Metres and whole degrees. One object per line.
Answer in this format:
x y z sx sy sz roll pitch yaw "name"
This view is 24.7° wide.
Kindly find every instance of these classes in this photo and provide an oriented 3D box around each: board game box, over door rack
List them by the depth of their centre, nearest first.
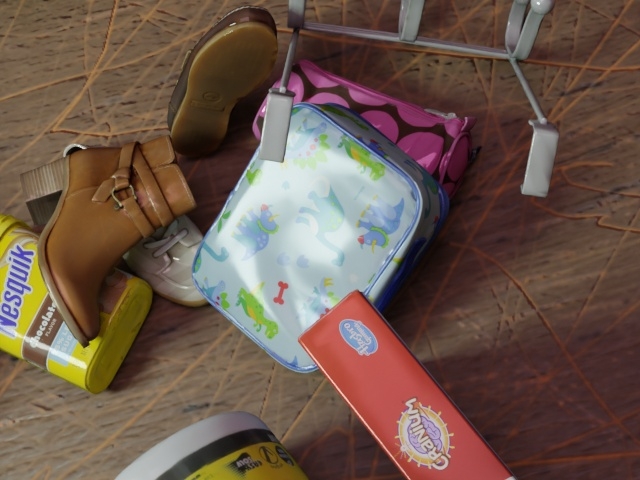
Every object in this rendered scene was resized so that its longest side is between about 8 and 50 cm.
0.125 0.203 1.173 0.064 0.242 0.316 -39 66 -1 "board game box"
0.082 -0.168 1.280 0.239 0.108 0.324 7 31 -1 "over door rack"

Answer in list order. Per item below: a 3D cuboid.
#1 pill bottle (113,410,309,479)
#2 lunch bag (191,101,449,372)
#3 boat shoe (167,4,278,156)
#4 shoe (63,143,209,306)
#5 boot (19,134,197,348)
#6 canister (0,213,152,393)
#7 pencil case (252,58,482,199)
-0.031 0.319 1.197 0.188 0.188 0.334 -39 67 -3 "pill bottle"
0.000 0.000 1.323 0.176 0.090 0.219 38 108 19 "lunch bag"
-0.099 -0.164 1.395 0.073 0.207 0.073 14 56 -22 "boat shoe"
-0.177 -0.018 1.425 0.076 0.058 0.219 -44 67 -5 "shoe"
-0.186 -0.007 1.351 0.152 0.073 0.197 -16 66 -5 "boot"
-0.262 0.062 1.410 0.170 0.073 0.126 22 76 18 "canister"
0.042 -0.104 1.389 0.209 0.095 0.098 22 112 18 "pencil case"
